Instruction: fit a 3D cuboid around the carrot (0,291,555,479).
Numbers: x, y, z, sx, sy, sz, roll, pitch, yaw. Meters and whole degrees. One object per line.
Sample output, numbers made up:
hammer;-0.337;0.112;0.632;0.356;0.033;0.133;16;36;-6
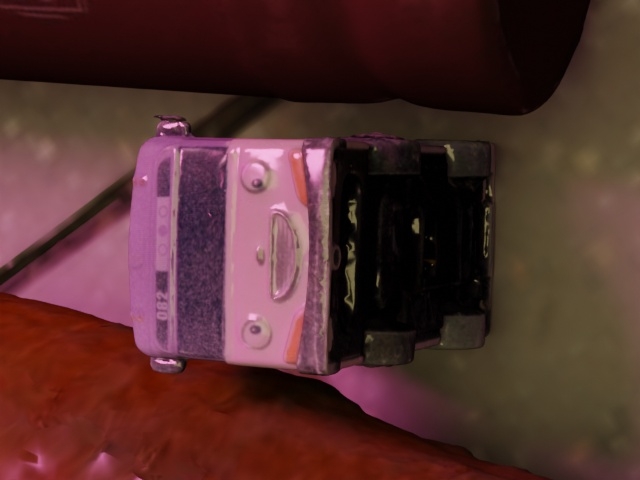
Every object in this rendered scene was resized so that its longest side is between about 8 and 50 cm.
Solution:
carrot;0.017;0.103;0.381;0.302;0.139;0.138;25;100;20

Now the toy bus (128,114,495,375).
toy bus;0.000;0.000;0.400;0.058;0.102;0.052;2;93;23

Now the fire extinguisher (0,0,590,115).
fire extinguisher;-0.109;-0.105;0.430;0.337;0.114;0.135;4;91;20
